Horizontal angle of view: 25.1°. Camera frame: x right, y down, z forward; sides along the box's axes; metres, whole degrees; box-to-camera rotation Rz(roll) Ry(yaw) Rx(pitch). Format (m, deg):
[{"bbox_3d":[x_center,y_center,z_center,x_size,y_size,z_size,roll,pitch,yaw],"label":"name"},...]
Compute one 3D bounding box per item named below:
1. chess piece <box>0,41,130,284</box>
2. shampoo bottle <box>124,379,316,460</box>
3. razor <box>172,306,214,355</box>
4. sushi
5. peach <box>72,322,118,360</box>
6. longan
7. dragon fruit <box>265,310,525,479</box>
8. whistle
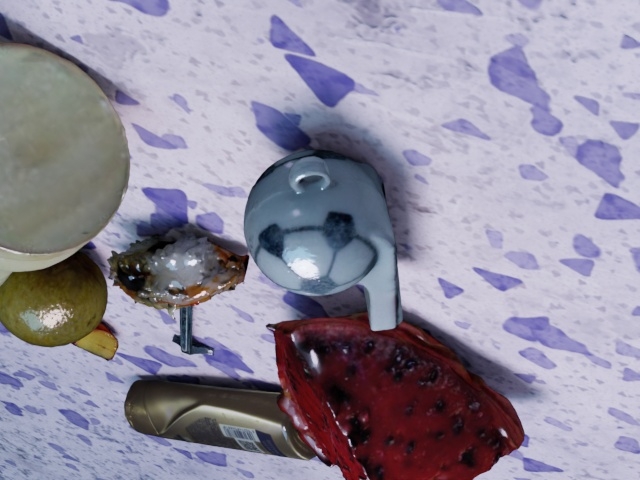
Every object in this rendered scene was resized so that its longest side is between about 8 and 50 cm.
[{"bbox_3d":[-0.392,-0.045,1.672,0.234,0.234,0.442,31,155,-15],"label":"chess piece"},{"bbox_3d":[-0.157,0.269,2.193,0.350,0.084,0.125,1,143,38],"label":"shampoo bottle"},{"bbox_3d":[-0.183,0.119,2.000,0.066,0.033,0.190,19,152,7],"label":"razor"},{"bbox_3d":[-0.194,0.042,1.797,0.226,0.097,0.103,-7,137,42],"label":"sushi"},{"bbox_3d":[-0.340,0.144,2.145,0.083,0.050,0.077,33,176,2],"label":"peach"},{"bbox_3d":[-0.361,0.060,1.930,0.155,0.145,0.176,11,117,-25],"label":"longan"},{"bbox_3d":[0.073,0.181,1.861,0.286,0.228,0.329,60,169,-2],"label":"dragon fruit"},{"bbox_3d":[0.000,0.000,1.511,0.163,0.163,0.289,16,151,14],"label":"whistle"}]
